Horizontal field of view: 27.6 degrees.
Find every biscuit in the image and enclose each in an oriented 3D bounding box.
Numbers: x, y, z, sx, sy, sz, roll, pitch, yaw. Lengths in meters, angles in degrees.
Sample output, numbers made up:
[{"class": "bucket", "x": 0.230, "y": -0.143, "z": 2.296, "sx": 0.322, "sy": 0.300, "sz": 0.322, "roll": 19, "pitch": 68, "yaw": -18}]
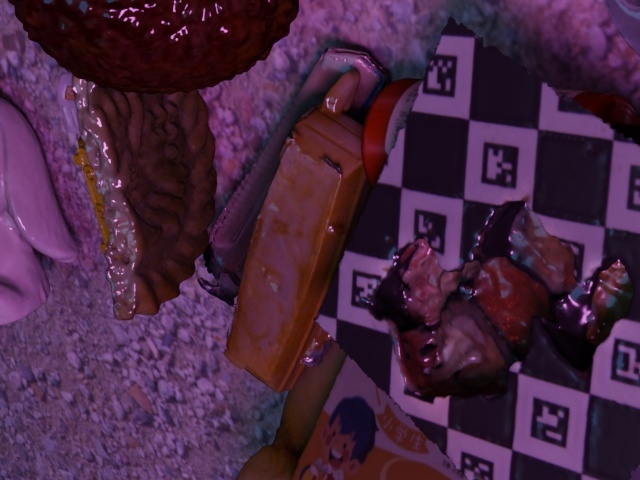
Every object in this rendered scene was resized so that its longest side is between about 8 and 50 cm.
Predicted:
[{"class": "biscuit", "x": -0.154, "y": -0.075, "z": 1.226, "sx": 0.036, "sy": 0.187, "sz": 0.273, "roll": -2, "pitch": 107, "yaw": 30}]

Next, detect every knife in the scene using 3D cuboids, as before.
[{"class": "knife", "x": -0.029, "y": -0.056, "z": 1.232, "sx": 0.089, "sy": 0.043, "sz": 0.365, "roll": 21, "pitch": 137, "yaw": -11}]

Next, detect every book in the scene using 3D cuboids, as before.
[{"class": "book", "x": 0.086, "y": 0.127, "z": 1.078, "sx": 0.208, "sy": 0.020, "sz": 0.295, "roll": 30, "pitch": 98, "yaw": 52}]

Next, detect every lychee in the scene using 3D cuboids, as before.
[{"class": "lychee", "x": -0.139, "y": -0.240, "z": 1.050, "sx": 0.260, "sy": 0.260, "sz": 0.260, "roll": 25, "pitch": 132, "yaw": 31}]

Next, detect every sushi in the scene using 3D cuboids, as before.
[{"class": "sushi", "x": 0.152, "y": 0.031, "z": 0.920, "sx": 0.294, "sy": 0.059, "sz": 0.292, "roll": 44, "pitch": 125, "yaw": 30}]

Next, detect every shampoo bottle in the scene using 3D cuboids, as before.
[{"class": "shampoo bottle", "x": 0.167, "y": -0.062, "z": 0.976, "sx": 0.278, "sy": 0.104, "sz": 0.104, "roll": 11, "pitch": 124, "yaw": 41}]

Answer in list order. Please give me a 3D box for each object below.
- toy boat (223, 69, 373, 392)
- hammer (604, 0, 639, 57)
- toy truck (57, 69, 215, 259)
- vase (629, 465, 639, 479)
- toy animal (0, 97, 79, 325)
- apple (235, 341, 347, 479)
[{"class": "toy boat", "x": 0.000, "y": 0.000, "z": 1.149, "sx": 0.089, "sy": 0.115, "sz": 0.310, "roll": 30, "pitch": 124, "yaw": 21}, {"class": "hammer", "x": 0.275, "y": -0.192, "z": 0.830, "sx": 0.159, "sy": 0.041, "sz": 0.226, "roll": 48, "pitch": 141, "yaw": 6}, {"class": "toy truck", "x": -0.189, "y": -0.081, "z": 1.310, "sx": 0.098, "sy": 0.114, "sz": 0.227, "roll": 11, "pitch": 124, "yaw": 40}, {"class": "vase", "x": 0.364, "y": 0.188, "z": 0.923, "sx": 0.321, "sy": 0.173, "sz": 0.173, "roll": 30, "pitch": 135, "yaw": 18}, {"class": "toy animal", "x": -0.422, "y": -0.054, "z": 1.517, "sx": 0.271, "sy": 0.206, "sz": 0.265, "roll": 2, "pitch": 109, "yaw": 27}, {"class": "apple", "x": 0.068, "y": 0.250, "z": 1.133, "sx": 0.360, "sy": 0.320, "sz": 0.312, "roll": 39, "pitch": 151, "yaw": 52}]
